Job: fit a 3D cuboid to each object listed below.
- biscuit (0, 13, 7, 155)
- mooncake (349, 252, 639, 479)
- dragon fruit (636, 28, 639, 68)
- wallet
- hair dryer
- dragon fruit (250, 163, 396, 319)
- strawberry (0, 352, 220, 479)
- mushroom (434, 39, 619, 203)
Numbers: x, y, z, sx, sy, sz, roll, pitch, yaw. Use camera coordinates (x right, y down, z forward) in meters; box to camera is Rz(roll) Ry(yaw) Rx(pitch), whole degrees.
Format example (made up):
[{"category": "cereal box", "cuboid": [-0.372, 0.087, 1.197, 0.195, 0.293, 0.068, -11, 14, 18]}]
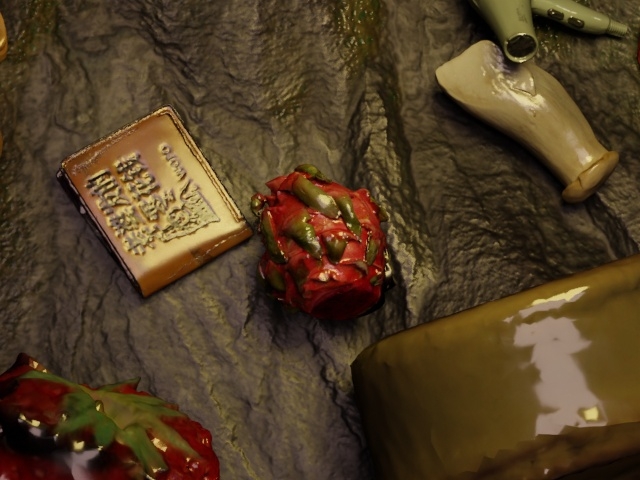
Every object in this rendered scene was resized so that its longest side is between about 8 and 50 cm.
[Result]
[{"category": "biscuit", "cuboid": [-0.528, -0.201, 1.405, 0.351, 0.057, 0.312, 19, 75, -1]}, {"category": "mooncake", "cuboid": [0.239, 0.169, 1.311, 0.394, 0.393, 0.246, -25, 76, 28]}, {"category": "dragon fruit", "cuboid": [0.462, -0.281, 1.519, 0.162, 0.106, 0.083, -41, 82, -12]}, {"category": "wallet", "cuboid": [-0.197, -0.048, 1.409, 0.161, 0.042, 0.195, -32, 81, -14]}, {"category": "hair dryer", "cuboid": [0.269, -0.267, 1.467, 0.225, 0.088, 0.219, 28, 37, -2]}, {"category": "dragon fruit", "cuboid": [0.000, 0.000, 1.368, 0.160, 0.166, 0.172, -13, 65, -4]}, {"category": "strawberry", "cuboid": [-0.258, 0.284, 1.213, 0.292, 0.292, 0.310, 34, 110, 3]}, {"category": "mushroom", "cuboid": [0.260, -0.156, 1.468, 0.247, 0.096, 0.108, 42, 44, 2]}]
